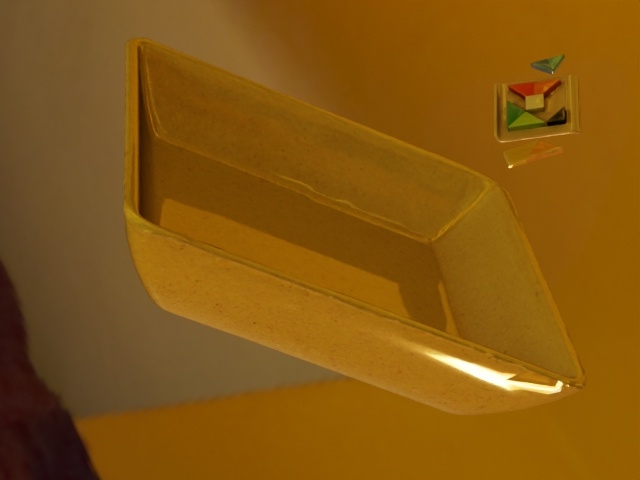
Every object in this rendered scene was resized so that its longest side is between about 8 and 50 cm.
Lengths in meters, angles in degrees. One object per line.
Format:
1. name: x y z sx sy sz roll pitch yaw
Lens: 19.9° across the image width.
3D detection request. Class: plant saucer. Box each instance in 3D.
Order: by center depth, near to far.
1. plant saucer: 0.000 0.000 1.311 0.333 0.333 0.081 20 -67 -15

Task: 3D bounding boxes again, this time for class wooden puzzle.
1. wooden puzzle: 0.182 -0.112 1.535 0.078 0.116 0.014 -9 -41 6
